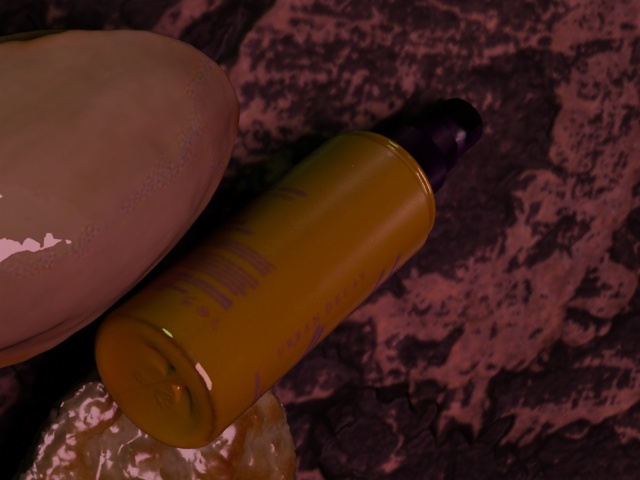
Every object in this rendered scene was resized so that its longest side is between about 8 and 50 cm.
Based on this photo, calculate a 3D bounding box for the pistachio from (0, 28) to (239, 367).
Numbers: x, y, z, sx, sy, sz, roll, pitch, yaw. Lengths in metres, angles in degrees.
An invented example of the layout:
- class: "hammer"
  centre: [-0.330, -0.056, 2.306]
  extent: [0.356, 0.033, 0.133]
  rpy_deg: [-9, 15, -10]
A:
- class: "pistachio"
  centre: [-0.138, -0.024, 0.813]
  extent: [0.215, 0.144, 0.144]
  rpy_deg: [-38, 126, -28]

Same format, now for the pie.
- class: "pie"
  centre: [-0.102, 0.170, 0.942]
  extent: [0.201, 0.090, 0.248]
  rpy_deg: [30, 87, -38]

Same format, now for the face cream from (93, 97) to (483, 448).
- class: "face cream"
  centre: [0.000, 0.000, 0.913]
  extent: [0.273, 0.078, 0.078]
  rpy_deg: [-41, 130, -40]
